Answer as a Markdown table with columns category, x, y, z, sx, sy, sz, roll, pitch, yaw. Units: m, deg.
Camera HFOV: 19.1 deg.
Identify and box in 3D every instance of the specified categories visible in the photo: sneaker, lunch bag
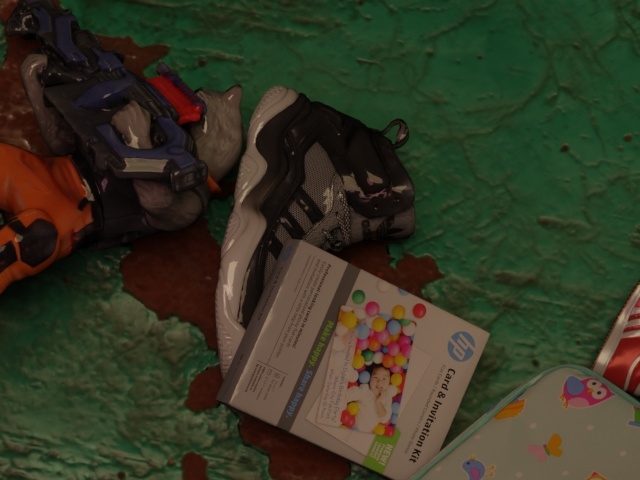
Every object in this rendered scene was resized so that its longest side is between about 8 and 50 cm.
| category | x | y | z | sx | sy | sz | roll | pitch | yaw |
| --- | --- | --- | --- | --- | --- | --- | --- | --- | --- |
| sneaker | 0.000 | 0.000 | 1.596 | 0.153 | 0.101 | 0.268 | 9 | 67 | 4 |
| sneaker | 0.282 | 0.079 | 1.613 | 0.067 | 0.042 | 0.118 | 28 | 79 | 12 |
| lunch bag | 0.168 | 0.232 | 1.482 | 0.279 | 0.108 | 0.224 | -36 | 39 | -17 |

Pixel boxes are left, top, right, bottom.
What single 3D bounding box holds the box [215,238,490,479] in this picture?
| category | x | y | z | sx | sy | sz | roll | pitch | yaw |
| --- | --- | --- | --- | --- | --- | --- | --- | --- | --- |
| box | 0.028 | 0.102 | 1.543 | 0.186 | 0.038 | 0.145 | 27 | 82 | -21 |

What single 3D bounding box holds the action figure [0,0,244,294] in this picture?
| category | x | y | z | sx | sy | sz | roll | pitch | yaw |
| --- | --- | --- | --- | --- | --- | --- | --- | --- | --- |
| action figure | -0.221 | -0.063 | 1.606 | 0.330 | 0.178 | 0.341 | -20 | 38 | -10 |
